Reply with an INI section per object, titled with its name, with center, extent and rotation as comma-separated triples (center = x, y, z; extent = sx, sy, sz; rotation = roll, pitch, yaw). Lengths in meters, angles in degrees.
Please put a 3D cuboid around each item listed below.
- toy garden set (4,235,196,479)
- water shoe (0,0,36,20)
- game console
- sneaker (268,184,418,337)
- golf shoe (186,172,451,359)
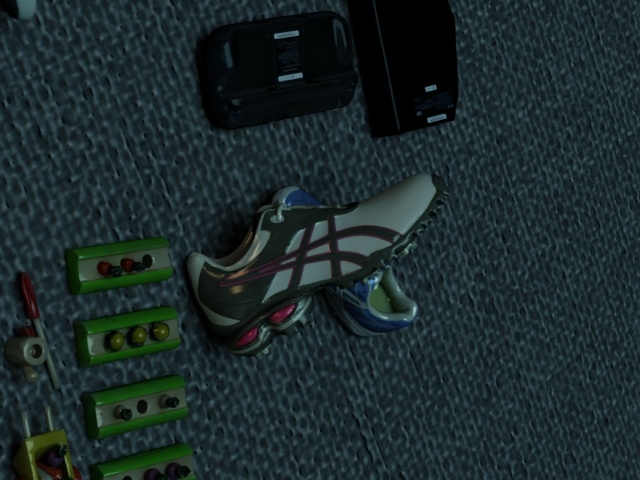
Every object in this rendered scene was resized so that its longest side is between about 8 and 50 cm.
[toy garden set]
center = -0.202, 0.128, 1.542
extent = 0.204, 0.049, 0.244
rotation = -9, 94, -43
[water shoe]
center = -0.323, -0.269, 1.454
extent = 0.080, 0.073, 0.203
rotation = -35, 108, -16
[game console]
center = 0.016, -0.206, 1.774
extent = 0.361, 0.044, 0.213
rotation = -16, 97, -43
[sneaker]
center = 0.025, 0.018, 1.741
extent = 0.211, 0.081, 0.080
rotation = 47, 60, -29
[golf shoe]
center = 0.000, 0.000, 1.642
extent = 0.273, 0.105, 0.120
rotation = -35, 96, -5
